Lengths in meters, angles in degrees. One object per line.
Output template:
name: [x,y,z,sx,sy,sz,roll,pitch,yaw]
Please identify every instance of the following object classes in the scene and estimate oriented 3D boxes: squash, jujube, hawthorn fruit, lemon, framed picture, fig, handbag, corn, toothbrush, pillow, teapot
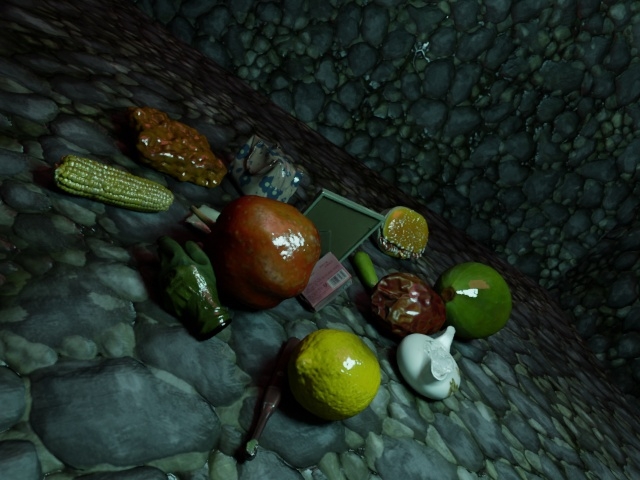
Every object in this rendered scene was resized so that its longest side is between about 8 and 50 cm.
squash: [0.170,0.112,1.665,0.066,0.066,0.201,22,27,-31]
jujube: [0.304,0.225,1.494,0.342,0.216,0.216,27,21,-53]
hawthorn fruit: [-0.171,0.009,1.099,0.330,0.287,0.287,33,22,-21]
lemon: [0.030,0.284,0.964,0.257,0.188,0.188,37,15,-48]
framed picture: [0.000,0.000,1.308,0.241,0.324,0.020,19,40,-34]
fig: [0.545,0.219,1.690,0.316,0.316,0.316,30,23,-14]
handbag: [-0.204,-0.254,1.674,0.190,0.193,0.251,13,33,-52]
corn: [-0.507,-0.135,1.128,0.292,0.101,0.101,14,31,-40]
toothbrush: [-0.094,0.308,0.936,0.041,0.041,0.364,35,22,-3]
pillow: [-0.270,-0.024,1.321,0.230,0.050,0.148,29,19,-9]
teapot: [0.322,0.351,1.317,0.204,0.139,0.298,37,25,4]

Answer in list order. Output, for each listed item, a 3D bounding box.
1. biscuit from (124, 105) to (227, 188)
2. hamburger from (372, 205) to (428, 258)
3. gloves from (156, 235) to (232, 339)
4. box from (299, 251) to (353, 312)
biscuit: [-0.481,-0.314,1.505,0.318,0.110,0.312,15,29,-42]
hamburger: [0.371,-0.033,2.045,0.295,0.227,0.151,16,6,-34]
gloves: [-0.289,0.092,0.985,0.268,0.135,0.107,48,-16,23]
box: [0.006,0.120,1.308,0.111,0.156,0.060,49,-11,25]
